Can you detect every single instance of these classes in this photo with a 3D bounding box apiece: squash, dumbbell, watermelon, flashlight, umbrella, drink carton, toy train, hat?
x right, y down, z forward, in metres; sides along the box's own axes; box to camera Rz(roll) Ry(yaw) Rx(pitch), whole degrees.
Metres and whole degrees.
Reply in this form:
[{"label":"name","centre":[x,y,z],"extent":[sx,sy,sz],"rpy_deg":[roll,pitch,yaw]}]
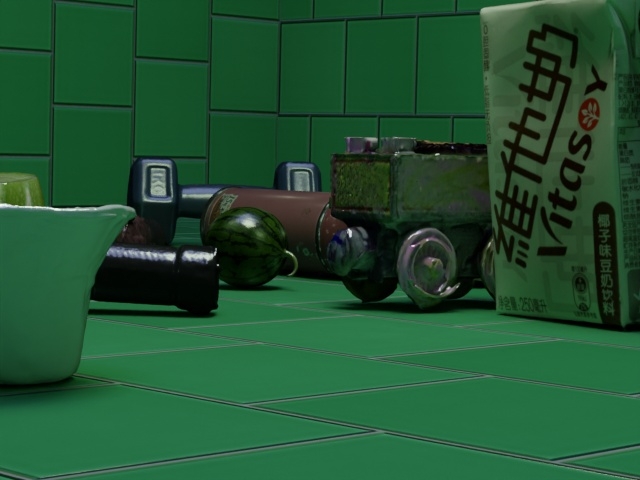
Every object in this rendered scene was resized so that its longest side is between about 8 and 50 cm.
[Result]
[{"label":"squash","centre":[-0.450,-0.027,2.388],"extent":[0.170,0.123,0.170],"rpy_deg":[1,9,0]},{"label":"dumbbell","centre":[-0.157,-0.062,2.835],"extent":[0.316,0.144,0.156],"rpy_deg":[2,3,-9]},{"label":"watermelon","centre":[-0.082,0.007,2.021],"extent":[0.109,0.109,0.109],"rpy_deg":[1,3,0]},{"label":"flashlight","centre":[-0.212,0.028,1.698],"extent":[0.232,0.093,0.093],"rpy_deg":[2,3,2]},{"label":"umbrella","centre":[-0.269,0.004,2.073],"extent":[0.094,0.090,0.326],"rpy_deg":[-1,2,16]},{"label":"drink carton","centre":[0.269,-0.078,1.727],"extent":[0.132,0.325,0.194],"rpy_deg":[-6,5,-36]},{"label":"toy train","centre":[0.129,-0.018,1.852],"extent":[0.260,0.178,0.134],"rpy_deg":[0,3,-35]},{"label":"hat","centre":[-0.224,0.033,1.213],"extent":[0.203,0.126,0.203],"rpy_deg":[1,3,0]}]

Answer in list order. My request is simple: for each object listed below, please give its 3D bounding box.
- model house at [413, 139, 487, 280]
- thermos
[{"label":"model house","centre":[0.200,-0.037,2.166],"extent":[0.172,0.183,0.166],"rpy_deg":[-1,5,-6]},{"label":"thermos","centre":[-0.006,0.002,2.251],"extent":[0.330,0.136,0.109],"rpy_deg":[5,32,47]}]
